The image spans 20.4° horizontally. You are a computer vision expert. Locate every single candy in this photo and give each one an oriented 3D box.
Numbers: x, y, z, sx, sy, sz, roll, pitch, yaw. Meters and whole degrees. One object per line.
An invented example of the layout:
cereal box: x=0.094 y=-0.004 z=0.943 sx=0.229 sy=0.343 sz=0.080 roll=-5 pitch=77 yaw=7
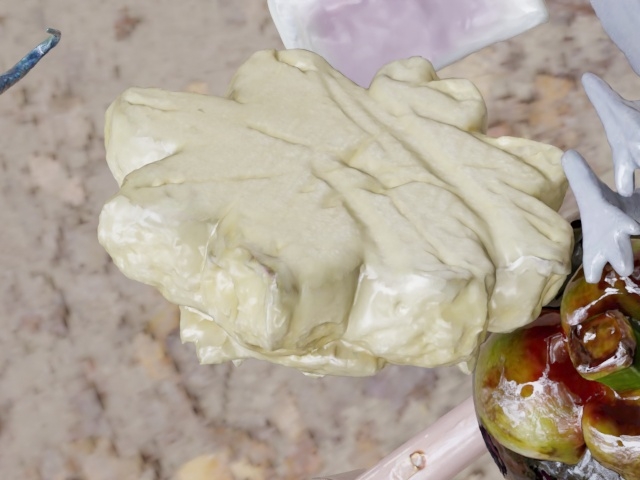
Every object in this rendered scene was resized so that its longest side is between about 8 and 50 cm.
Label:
candy: x=0.064 y=-0.255 z=1.537 sx=0.208 sy=0.358 sz=0.145 roll=-27 pitch=115 yaw=15

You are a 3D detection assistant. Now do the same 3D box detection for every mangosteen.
mangosteen: x=0.226 y=0.085 z=1.194 sx=0.275 sy=0.302 sz=0.275 roll=-4 pitch=81 yaw=24

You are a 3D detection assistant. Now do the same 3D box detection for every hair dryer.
hair dryer: x=0.072 y=0.197 z=1.539 sx=0.344 sy=0.189 sz=0.106 roll=-42 pitch=68 yaw=29

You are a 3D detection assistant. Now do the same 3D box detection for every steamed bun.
steamed bun: x=0.000 y=0.000 z=1.070 sx=0.292 sy=0.295 sz=0.137 roll=15 pitch=125 yaw=3

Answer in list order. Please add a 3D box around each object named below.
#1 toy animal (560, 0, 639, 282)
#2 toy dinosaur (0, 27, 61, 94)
toy animal: x=0.188 y=-0.031 z=0.839 sx=0.367 sy=0.206 sz=0.081 roll=51 pitch=127 yaw=28
toy dinosaur: x=-0.317 y=-0.070 z=1.396 sx=0.147 sy=0.363 sz=0.076 roll=-3 pitch=119 yaw=17
